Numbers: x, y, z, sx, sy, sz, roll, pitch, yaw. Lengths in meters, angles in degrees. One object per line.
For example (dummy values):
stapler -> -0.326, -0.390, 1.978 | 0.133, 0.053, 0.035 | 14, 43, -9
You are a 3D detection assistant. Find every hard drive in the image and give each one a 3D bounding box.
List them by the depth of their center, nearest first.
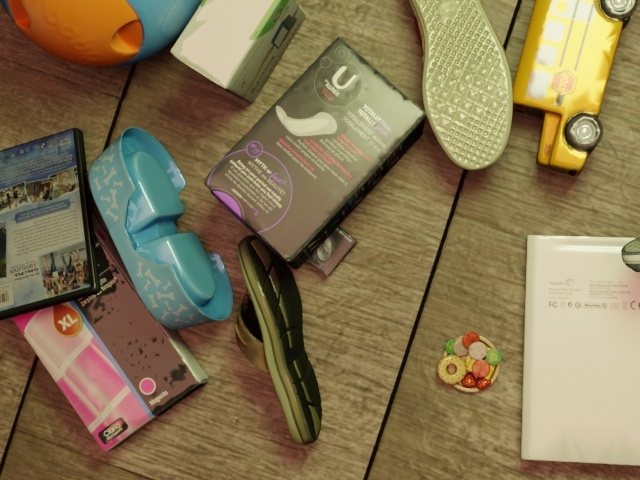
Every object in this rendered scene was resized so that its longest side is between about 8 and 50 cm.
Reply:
hard drive -> 0.381, 0.148, 1.704 | 0.203, 0.040, 0.307 | 2, 90, 8

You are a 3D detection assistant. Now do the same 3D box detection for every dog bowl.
dog bowl -> -0.226, -0.009, 1.735 | 0.074, 0.166, 0.297 | -28, 86, 18

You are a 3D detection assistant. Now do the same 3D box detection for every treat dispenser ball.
treat dispenser ball -> -0.296, -0.377, 1.678 | 0.288, 0.288, 0.288 | 0, 90, 8

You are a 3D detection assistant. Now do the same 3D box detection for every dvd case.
dvd case -> -0.409, -0.023, 1.780 | 0.180, 0.022, 0.253 | -15, 70, 14

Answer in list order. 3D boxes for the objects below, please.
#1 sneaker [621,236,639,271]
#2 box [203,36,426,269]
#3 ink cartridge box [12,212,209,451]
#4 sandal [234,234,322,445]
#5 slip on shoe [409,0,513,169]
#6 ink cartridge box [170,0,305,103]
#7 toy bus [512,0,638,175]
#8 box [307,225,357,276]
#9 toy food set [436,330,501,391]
sneaker -> 0.478, 0.065, 1.618 | 0.086, 0.226, 0.163 | -3, 94, 49
box -> -0.005, -0.114, 1.696 | 0.165, 0.143, 0.270 | 43, 88, 6
ink cartridge box -> -0.338, 0.104, 1.796 | 0.176, 0.069, 0.371 | -37, 83, 6
sandal -> -0.074, 0.141, 1.734 | 0.086, 0.120, 0.302 | -14, 88, 21
slip on shoe -> 0.186, -0.253, 1.689 | 0.123, 0.101, 0.331 | -15, 78, 7
ink cartridge box -> -0.106, -0.280, 1.690 | 0.093, 0.212, 0.154 | 33, 93, 4
toy bus -> 0.342, -0.261, 1.679 | 0.130, 0.108, 0.332 | 15, 92, 8
box -> 0.000, 0.000, 1.769 | 0.083, 0.018, 0.067 | 41, 94, 6
toy food set -> 0.209, 0.170, 1.738 | 0.083, 0.020, 0.082 | 25, 93, 8
